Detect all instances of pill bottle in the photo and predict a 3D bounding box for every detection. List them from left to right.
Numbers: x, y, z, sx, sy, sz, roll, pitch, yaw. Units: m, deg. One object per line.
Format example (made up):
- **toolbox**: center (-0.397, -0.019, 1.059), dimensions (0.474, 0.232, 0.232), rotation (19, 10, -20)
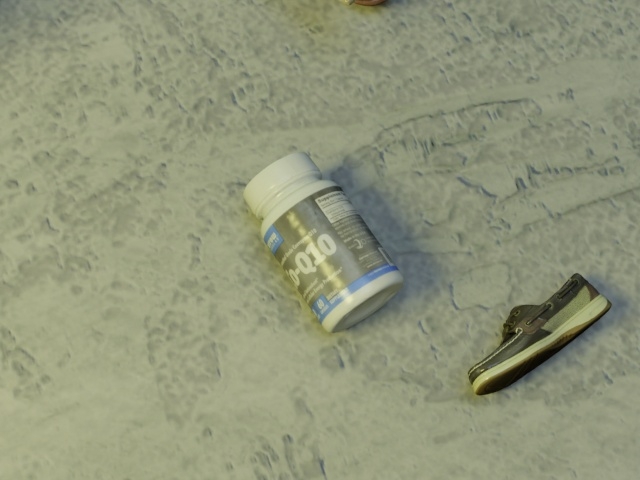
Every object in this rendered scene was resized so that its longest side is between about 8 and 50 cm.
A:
- **pill bottle**: center (0.000, 0.000, 1.015), dimensions (0.078, 0.078, 0.137), rotation (-30, 75, -21)

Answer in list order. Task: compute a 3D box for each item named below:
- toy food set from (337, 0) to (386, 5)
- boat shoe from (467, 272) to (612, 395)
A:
- **toy food set**: center (0.045, -0.278, 1.156), dimensions (0.128, 0.071, 0.218), rotation (26, 60, 27)
- **boat shoe**: center (0.175, 0.077, 1.033), dimensions (0.152, 0.056, 0.049), rotation (-27, 70, -30)
